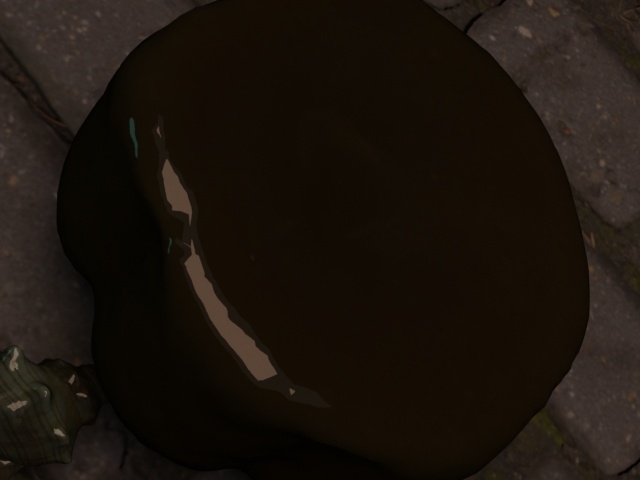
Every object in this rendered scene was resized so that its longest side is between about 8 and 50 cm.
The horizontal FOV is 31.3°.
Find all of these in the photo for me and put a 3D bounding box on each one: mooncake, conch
[{"bbox_3d":[0.000,0.000,0.990,0.467,0.262,0.467,16,61,-31],"label":"mooncake"},{"bbox_3d":[-0.273,0.148,0.938,0.233,0.137,0.114,-20,51,-5],"label":"conch"}]
